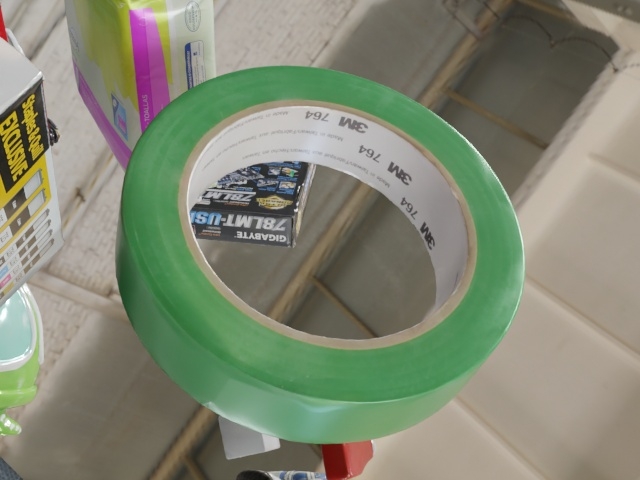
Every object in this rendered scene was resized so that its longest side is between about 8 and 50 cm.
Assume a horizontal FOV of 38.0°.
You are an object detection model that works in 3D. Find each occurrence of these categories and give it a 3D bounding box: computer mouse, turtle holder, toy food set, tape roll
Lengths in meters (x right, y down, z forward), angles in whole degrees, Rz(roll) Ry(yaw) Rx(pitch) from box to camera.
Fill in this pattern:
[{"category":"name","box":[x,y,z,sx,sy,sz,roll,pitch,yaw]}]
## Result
[{"category":"computer mouse","box":[-0.401,-0.206,1.243,0.042,0.193,0.106,-28,-116,-13]},{"category":"turtle holder","box":[-0.539,0.126,1.274,0.243,0.320,0.227,-170,-88,-75]},{"category":"toy food set","box":[-0.015,0.190,0.858,0.111,0.104,0.232,-16,-101,16]},{"category":"tape roll","box":[0.000,0.000,0.747,0.077,0.321,0.321,114,-25,-52]}]

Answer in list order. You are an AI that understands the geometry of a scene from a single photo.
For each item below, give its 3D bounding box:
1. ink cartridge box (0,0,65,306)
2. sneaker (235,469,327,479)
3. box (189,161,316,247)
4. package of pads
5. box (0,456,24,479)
[{"category":"ink cartridge box","box":[-0.249,-0.033,0.557,0.272,0.130,0.309,-49,180,-20]},{"category":"sneaker","box":[-0.028,0.317,1.115,0.211,0.081,0.080,-5,-101,48]},{"category":"box","box":[-0.168,-0.100,1.647,0.296,0.073,0.293,4,-147,5]},{"category":"package of pads","box":[-0.201,-0.214,0.993,0.296,0.101,0.229,-130,-147,-48]},{"category":"box","box":[-0.200,0.263,0.646,0.059,0.233,0.183,-42,172,-45]}]
